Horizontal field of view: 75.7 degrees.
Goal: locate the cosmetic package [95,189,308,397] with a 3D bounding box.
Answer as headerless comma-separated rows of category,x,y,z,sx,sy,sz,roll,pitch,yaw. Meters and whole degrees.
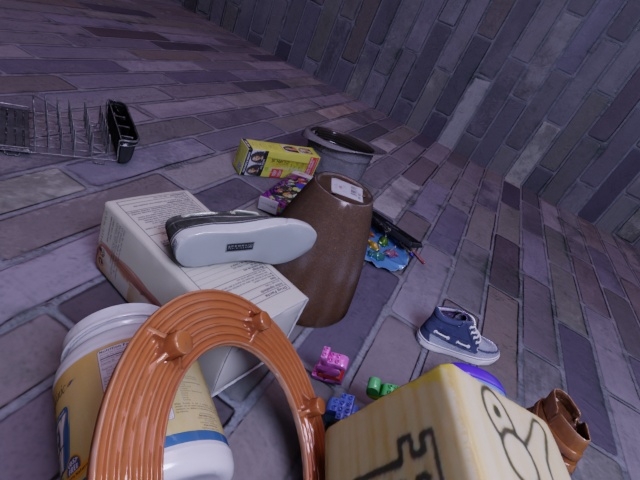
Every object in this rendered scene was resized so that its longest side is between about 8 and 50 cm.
cosmetic package,-0.186,0.061,0.621,0.296,0.129,0.153,39,32,23

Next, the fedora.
fedora,0.057,-0.260,1.288,0.276,0.124,0.244,29,28,23

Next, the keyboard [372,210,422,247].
keyboard,0.175,-0.032,1.074,0.180,0.023,0.108,38,17,32

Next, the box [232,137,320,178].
box,-0.119,-0.221,1.143,0.233,0.087,0.058,-1,42,-39

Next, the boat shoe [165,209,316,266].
boat shoe,-0.106,-0.013,0.591,0.220,0.077,0.070,-1,40,-37

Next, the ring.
ring,-0.060,0.203,0.387,0.336,0.032,0.336,53,24,-36

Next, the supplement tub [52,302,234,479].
supplement tub,-0.188,0.178,0.426,0.145,0.144,0.199,-1,39,-37

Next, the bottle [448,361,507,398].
bottle,0.224,0.306,0.576,0.118,0.092,0.282,24,31,-4

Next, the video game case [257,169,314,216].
video game case,-0.016,-0.099,1.051,0.211,0.041,0.232,22,30,10

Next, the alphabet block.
alphabet block,0.131,0.276,0.404,0.192,0.193,0.197,36,30,-24

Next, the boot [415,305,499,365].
boot,0.290,0.187,0.812,0.190,0.086,0.069,14,32,-17

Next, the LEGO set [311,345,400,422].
LEGO set,0.084,0.211,0.558,0.228,0.093,0.087,9,43,16

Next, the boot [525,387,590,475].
boot,0.321,0.319,0.567,0.073,0.152,0.197,17,32,-15

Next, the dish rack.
dish rack,-0.551,-0.247,0.883,0.272,0.074,0.208,-1,39,-36

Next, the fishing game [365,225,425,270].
fishing game,0.142,0.003,1.032,0.264,0.041,0.189,2,38,-36

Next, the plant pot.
plant pot,0.000,0.000,0.748,0.216,0.230,0.215,19,31,-12
